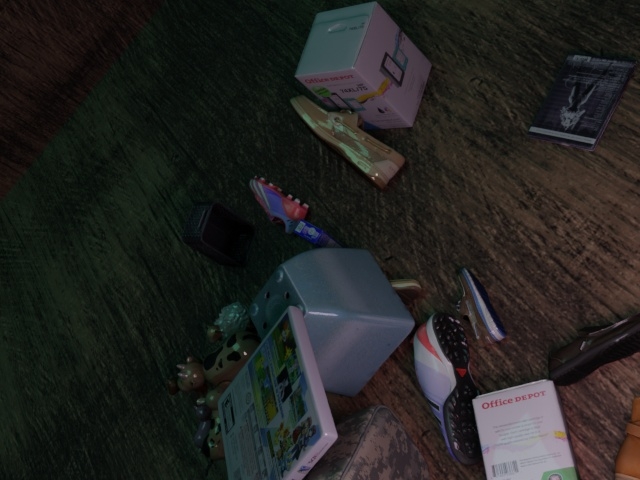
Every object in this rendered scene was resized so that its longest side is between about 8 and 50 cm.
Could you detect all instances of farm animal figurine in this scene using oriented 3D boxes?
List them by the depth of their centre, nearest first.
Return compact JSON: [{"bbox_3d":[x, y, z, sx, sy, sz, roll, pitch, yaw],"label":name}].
[{"bbox_3d":[-0.249,0.340,2.015,0.327,0.172,0.330,-49,44,5],"label":"farm animal figurine"}]

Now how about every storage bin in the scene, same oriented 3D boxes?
[{"bbox_3d":[-0.272,-0.017,2.248,0.084,0.180,0.122,1,66,40],"label":"storage bin"}]

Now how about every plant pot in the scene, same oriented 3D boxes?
[{"bbox_3d":[-0.003,0.162,1.801,0.248,0.252,0.247,-53,46,25],"label":"plant pot"}]

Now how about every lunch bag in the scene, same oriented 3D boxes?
[{"bbox_3d":[0.037,0.485,1.595,0.256,0.213,0.305,-26,13,30],"label":"lunch bag"}]

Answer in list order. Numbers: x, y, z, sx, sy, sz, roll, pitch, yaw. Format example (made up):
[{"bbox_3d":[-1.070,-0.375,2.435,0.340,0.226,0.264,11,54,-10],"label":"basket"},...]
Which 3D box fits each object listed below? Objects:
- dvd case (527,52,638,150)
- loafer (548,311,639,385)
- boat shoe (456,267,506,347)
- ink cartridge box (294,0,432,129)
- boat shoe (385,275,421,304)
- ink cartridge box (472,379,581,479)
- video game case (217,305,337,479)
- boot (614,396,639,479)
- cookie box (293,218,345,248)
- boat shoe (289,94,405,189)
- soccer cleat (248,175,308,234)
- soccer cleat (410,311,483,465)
[{"bbox_3d":[0.569,-0.306,1.820,0.164,0.018,0.221,21,79,45],"label":"dvd case"},{"bbox_3d":[0.505,0.184,1.528,0.220,0.080,0.078,-33,48,21],"label":"loafer"},{"bbox_3d":[0.316,0.138,1.730,0.066,0.066,0.183,-37,46,20],"label":"boat shoe"},{"bbox_3d":[0.111,-0.432,2.109,0.198,0.270,0.197,2,67,42],"label":"ink cartridge box"},{"bbox_3d":[0.147,0.109,1.899,0.190,0.068,0.072,-15,44,34],"label":"boat shoe"},{"bbox_3d":[0.372,0.375,1.501,0.154,0.093,0.212,-18,55,17],"label":"ink cartridge box"},{"bbox_3d":[-0.094,0.336,1.585,0.300,0.036,0.329,-54,32,25],"label":"video game case"},{"bbox_3d":[0.612,0.361,1.328,0.283,0.109,0.220,-7,57,46],"label":"boot"},{"bbox_3d":[0.000,0.000,2.057,0.092,0.107,0.040,29,84,46],"label":"cookie box"},{"bbox_3d":[0.065,-0.269,2.107,0.341,0.121,0.110,42,90,16],"label":"boat shoe"},{"bbox_3d":[-0.130,-0.099,2.253,0.248,0.083,0.095,31,91,44],"label":"soccer cleat"},{"bbox_3d":[0.253,0.305,1.674,0.116,0.108,0.318,-46,42,44],"label":"soccer cleat"}]
